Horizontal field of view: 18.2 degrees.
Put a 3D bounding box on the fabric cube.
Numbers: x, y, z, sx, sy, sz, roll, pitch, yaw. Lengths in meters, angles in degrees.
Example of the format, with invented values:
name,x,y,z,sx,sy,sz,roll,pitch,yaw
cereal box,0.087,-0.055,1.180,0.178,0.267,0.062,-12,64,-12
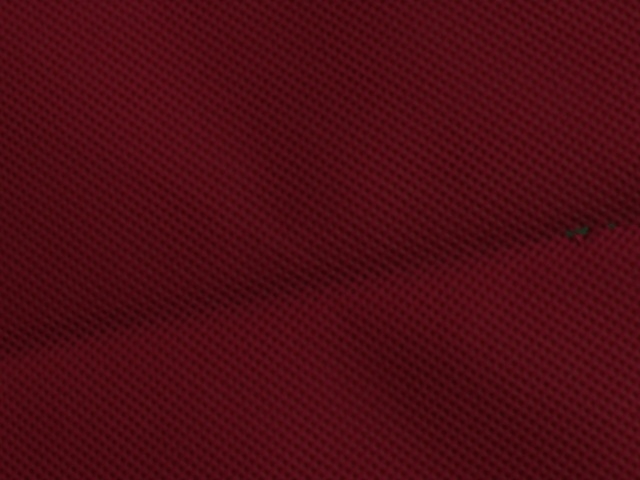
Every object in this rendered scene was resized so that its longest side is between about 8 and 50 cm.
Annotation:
name,x,y,z,sx,sy,sz,roll,pitch,yaw
fabric cube,-0.012,0.038,0.461,0.254,0.258,0.259,36,44,-73
